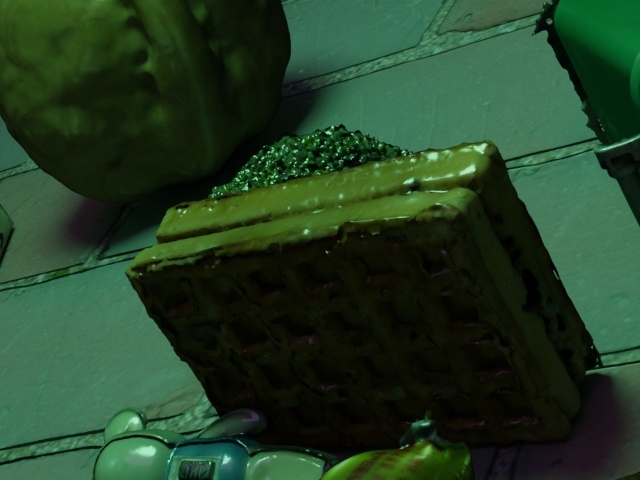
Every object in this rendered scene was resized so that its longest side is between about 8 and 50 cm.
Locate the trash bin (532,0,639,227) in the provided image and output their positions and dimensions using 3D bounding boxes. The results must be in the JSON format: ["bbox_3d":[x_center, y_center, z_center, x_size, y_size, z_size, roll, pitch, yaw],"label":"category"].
[{"bbox_3d":[0.310,-0.094,1.060,0.295,0.259,0.381,-30,18,0],"label":"trash bin"}]

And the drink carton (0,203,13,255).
[{"bbox_3d":[-0.491,-0.001,1.793,0.132,0.194,0.324,-26,25,13],"label":"drink carton"}]

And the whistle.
[{"bbox_3d":[-0.084,0.183,1.149,0.235,0.077,0.114,-5,63,33],"label":"whistle"}]

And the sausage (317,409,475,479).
[{"bbox_3d":[0.017,0.212,0.915,0.317,0.117,0.125,-56,-4,-44],"label":"sausage"}]

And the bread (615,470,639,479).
[{"bbox_3d":[0.233,0.186,0.718,0.232,0.135,0.247,1,38,48],"label":"bread"}]

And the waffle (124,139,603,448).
[{"bbox_3d":[0.026,0.055,1.101,0.308,0.213,0.091,-8,34,37],"label":"waffle"}]

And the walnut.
[{"bbox_3d":[-0.210,-0.238,1.736,0.383,0.383,0.383,-24,25,12],"label":"walnut"}]

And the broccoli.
[{"bbox_3d":[0.001,-0.002,1.296,0.226,0.198,0.176,-12,-25,-35],"label":"broccoli"}]
